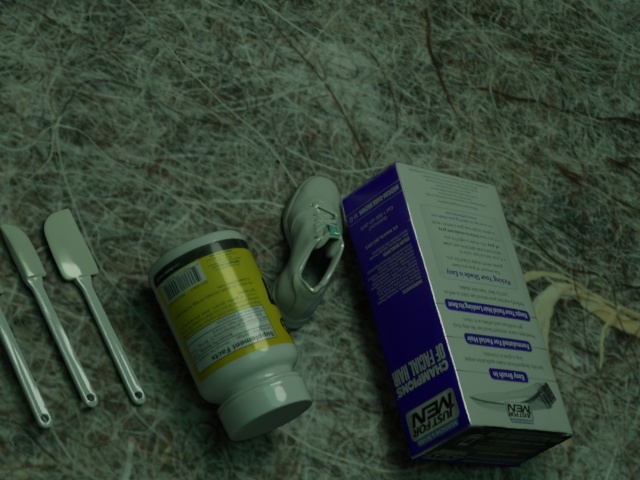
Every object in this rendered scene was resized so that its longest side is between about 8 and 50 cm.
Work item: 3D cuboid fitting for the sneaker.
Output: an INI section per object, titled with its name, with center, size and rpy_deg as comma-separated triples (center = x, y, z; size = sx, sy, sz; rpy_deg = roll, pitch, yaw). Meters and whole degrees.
[sneaker]
center = 0.000, 0.000, 2.056
size = 0.080, 0.094, 0.212
rpy_deg = 24, 52, -15

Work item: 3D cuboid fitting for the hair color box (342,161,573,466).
[hair color box]
center = 0.158, 0.089, 2.067
size = 0.185, 0.110, 0.338
rpy_deg = 11, 54, -43

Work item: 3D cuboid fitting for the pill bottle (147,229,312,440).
[pill bottle]
center = -0.096, 0.104, 1.915
size = 0.119, 0.119, 0.208
rpy_deg = -14, 70, -37

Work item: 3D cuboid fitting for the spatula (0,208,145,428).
[spatula]
center = -0.292, 0.084, 1.879
size = 0.168, 0.019, 0.242
rpy_deg = -12, 69, -42
